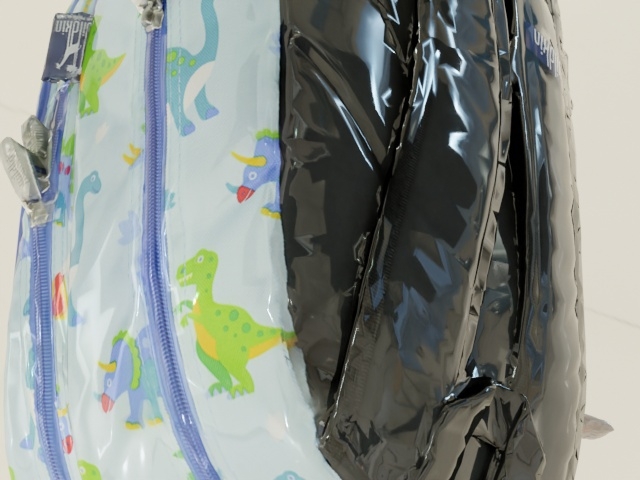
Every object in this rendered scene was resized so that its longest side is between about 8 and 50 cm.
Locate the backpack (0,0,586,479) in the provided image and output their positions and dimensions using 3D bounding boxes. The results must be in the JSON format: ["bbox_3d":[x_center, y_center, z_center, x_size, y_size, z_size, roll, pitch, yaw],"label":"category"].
[{"bbox_3d":[0.000,0.000,0.694,0.273,0.290,0.356,-29,51,20],"label":"backpack"}]

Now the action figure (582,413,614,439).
[{"bbox_3d":[0.102,0.231,1.019,0.178,0.341,0.330,10,55,17],"label":"action figure"}]
